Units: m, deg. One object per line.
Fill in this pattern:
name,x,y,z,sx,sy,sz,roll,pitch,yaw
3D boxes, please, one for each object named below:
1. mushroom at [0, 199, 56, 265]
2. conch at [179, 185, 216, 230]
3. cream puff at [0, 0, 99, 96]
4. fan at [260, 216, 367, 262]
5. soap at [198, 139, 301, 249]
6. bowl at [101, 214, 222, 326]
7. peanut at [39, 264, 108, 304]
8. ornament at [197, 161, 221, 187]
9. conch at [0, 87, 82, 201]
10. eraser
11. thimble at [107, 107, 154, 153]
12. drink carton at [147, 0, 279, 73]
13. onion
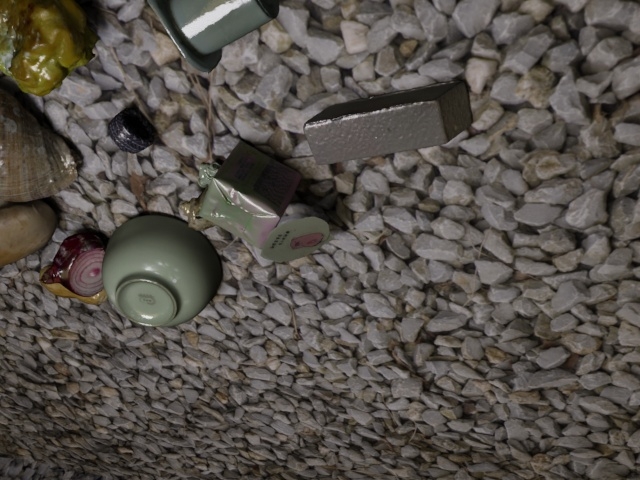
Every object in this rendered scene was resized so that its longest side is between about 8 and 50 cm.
mushroom,-0.946,-0.074,1.634,0.292,0.292,0.290,-13,106,27
conch,-0.263,-0.070,1.469,0.207,0.155,0.130,13,114,-16
cream puff,-0.608,-0.451,1.244,0.281,0.185,0.282,7,103,31
fan,0.000,0.001,1.394,0.310,0.010,0.182,-1,144,-32
soap,-0.167,-0.111,1.362,0.182,0.199,0.138,28,129,-6
bowl,-0.474,0.123,1.624,0.353,0.185,0.354,2,124,3
peanut,-0.810,0.142,1.860,0.262,0.101,0.118,9,105,15
ornament,-0.284,-0.172,1.459,0.068,0.041,0.092,24,142,5
conch,-0.827,-0.226,1.460,0.352,0.210,0.297,28,109,-7
eraser,0.142,-0.253,1.222,0.352,0.077,0.111,-6,128,23
thimble,-0.471,-0.272,1.403,0.066,0.095,0.104,-23,103,30
drink carton,-0.192,-0.464,1.112,0.189,0.186,0.191,-21,118,19
onion,-0.752,0.077,1.708,0.139,0.218,0.195,39,131,27
